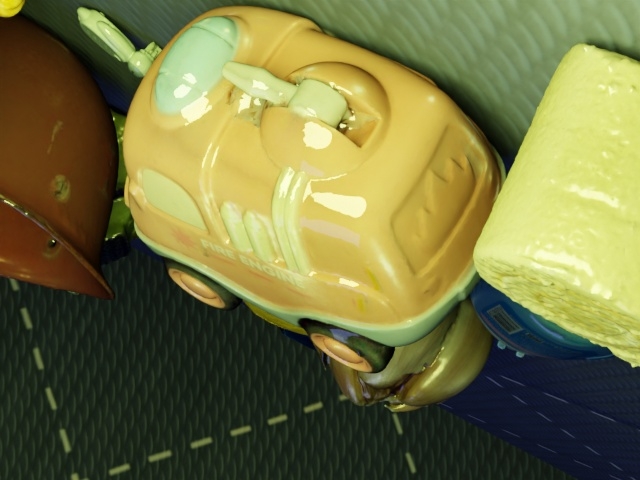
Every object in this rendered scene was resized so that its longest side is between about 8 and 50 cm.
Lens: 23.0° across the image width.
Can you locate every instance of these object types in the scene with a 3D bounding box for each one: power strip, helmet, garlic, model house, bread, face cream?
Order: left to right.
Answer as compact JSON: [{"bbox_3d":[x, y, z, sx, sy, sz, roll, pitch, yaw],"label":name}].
[{"bbox_3d":[-0.335,-0.115,1.579,0.385,0.230,0.337,17,161,20],"label":"helmet"},{"bbox_3d":[-0.249,-0.032,1.903,0.170,0.211,0.194,30,171,-1],"label":"model house"},{"bbox_3d":[-0.179,-0.181,1.399,0.083,0.035,0.055,41,171,-1],"label":"power strip"},{"bbox_3d":[0.087,0.089,1.783,0.214,0.191,0.160,43,142,-21],"label":"garlic"},{"bbox_3d":[0.208,0.062,1.440,0.149,0.083,0.264,28,172,0],"label":"face cream"},{"bbox_3d":[0.175,-0.017,0.865,0.148,0.141,0.134,28,168,-13],"label":"bread"}]

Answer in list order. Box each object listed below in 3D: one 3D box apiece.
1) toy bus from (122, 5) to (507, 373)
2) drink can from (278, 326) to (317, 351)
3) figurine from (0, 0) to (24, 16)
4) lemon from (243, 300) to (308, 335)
[{"bbox_3d":[-0.016,-0.053,1.114,0.288,0.194,0.232,24,163,26],"label":"toy bus"},{"bbox_3d":[0.037,0.112,2.196,0.205,0.118,0.118,27,172,15],"label":"drink can"},{"bbox_3d":[-0.370,-0.218,1.179,0.323,0.196,0.320,32,-142,33],"label":"figurine"},{"bbox_3d":[0.000,0.002,1.413,0.180,0.180,0.193,23,149,29],"label":"lemon"}]
